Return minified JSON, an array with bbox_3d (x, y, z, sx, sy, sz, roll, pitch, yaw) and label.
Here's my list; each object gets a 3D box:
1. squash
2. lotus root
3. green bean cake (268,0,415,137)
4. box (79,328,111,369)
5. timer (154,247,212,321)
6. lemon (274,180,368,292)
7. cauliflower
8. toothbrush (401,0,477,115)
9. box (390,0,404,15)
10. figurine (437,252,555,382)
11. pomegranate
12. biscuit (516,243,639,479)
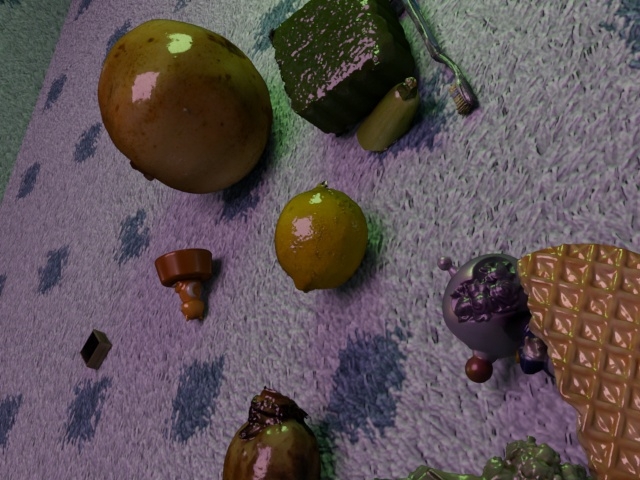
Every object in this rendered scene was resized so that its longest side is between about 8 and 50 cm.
[{"bbox_3d":[0.147,-0.245,1.415,0.200,0.075,0.090,-45,15,55],"label":"squash"},{"bbox_3d":[-0.082,0.398,1.218,0.169,0.141,0.314,-4,74,51],"label":"lotus root"},{"bbox_3d":[0.047,-0.374,1.513,0.250,0.156,0.247,-30,62,24],"label":"green bean cake"},{"bbox_3d":[-0.594,0.288,1.970,0.083,0.035,0.079,-59,37,2],"label":"box"},{"bbox_3d":[-0.298,0.109,1.690,0.132,0.132,0.152,-25,71,38],"label":"timer"},{"bbox_3d":[0.000,0.000,1.347,0.173,0.173,0.206,0,64,49],"label":"lemon"},{"bbox_3d":[0.180,0.326,0.845,0.239,0.315,0.256,-53,-14,-51],"label":"cauliflower"},{"bbox_3d":[0.209,-0.386,1.431,0.042,0.035,0.413,-42,47,28],"label":"toothbrush"},{"bbox_3d":[0.080,-0.490,1.669,0.325,0.047,0.180,-46,39,19],"label":"box"},{"bbox_3d":[0.269,0.122,0.994,0.194,0.133,0.274,-34,46,11],"label":"figurine"},{"bbox_3d":[-0.317,-0.298,1.733,0.416,0.416,0.417,-28,48,36],"label":"pomegranate"},{"bbox_3d":[0.363,0.126,0.873,0.204,0.040,0.309,-16,60,7],"label":"biscuit"}]
